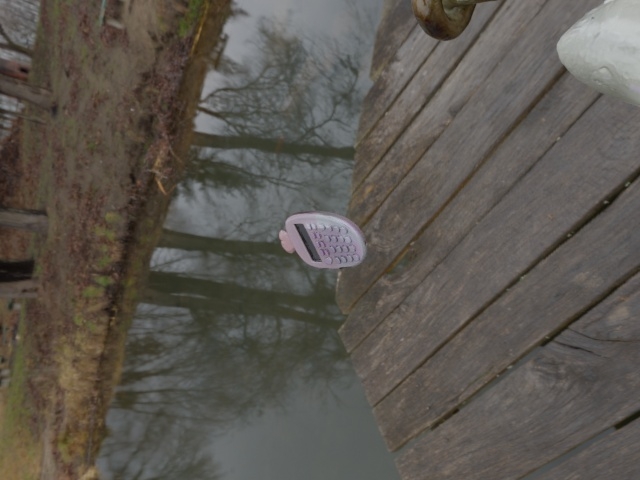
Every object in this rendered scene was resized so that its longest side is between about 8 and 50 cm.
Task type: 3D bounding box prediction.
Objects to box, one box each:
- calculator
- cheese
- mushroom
[{"bbox_3d":[0.000,0.000,0.644,0.165,0.103,0.024,1,38,42],"label":"calculator"},{"bbox_3d":[0.509,-0.306,0.674,0.189,0.154,0.198,-41,57,-5],"label":"cheese"},{"bbox_3d":[0.163,-0.273,0.475,0.073,0.129,0.088,-91,-5,-65],"label":"mushroom"}]
